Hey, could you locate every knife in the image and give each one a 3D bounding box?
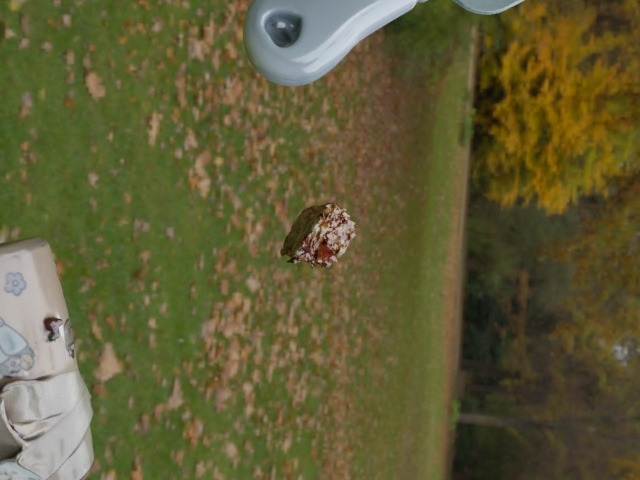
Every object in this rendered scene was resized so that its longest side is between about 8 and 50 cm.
[{"bbox_3d":[0.101,-0.192,0.674,0.080,0.331,0.044,64,-8,11],"label":"knife"}]

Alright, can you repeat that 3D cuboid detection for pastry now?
[{"bbox_3d":[0.002,-0.002,1.094,0.087,0.063,0.169,-55,-171,0],"label":"pastry"}]

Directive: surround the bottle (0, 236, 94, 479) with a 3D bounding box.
[{"bbox_3d":[-0.161,0.080,0.477,0.099,0.098,0.152,-32,110,-78],"label":"bottle"}]
